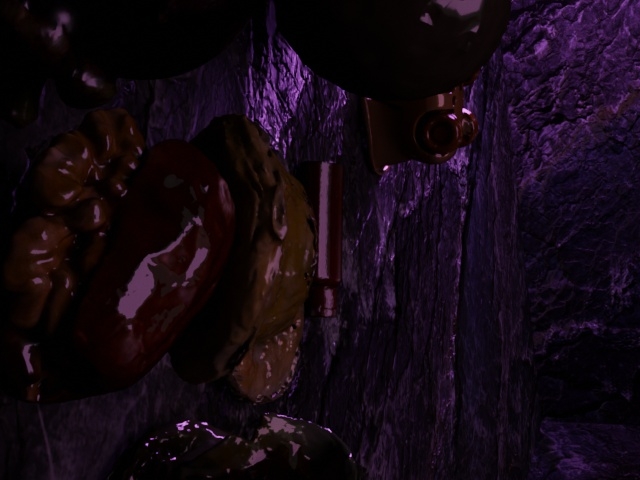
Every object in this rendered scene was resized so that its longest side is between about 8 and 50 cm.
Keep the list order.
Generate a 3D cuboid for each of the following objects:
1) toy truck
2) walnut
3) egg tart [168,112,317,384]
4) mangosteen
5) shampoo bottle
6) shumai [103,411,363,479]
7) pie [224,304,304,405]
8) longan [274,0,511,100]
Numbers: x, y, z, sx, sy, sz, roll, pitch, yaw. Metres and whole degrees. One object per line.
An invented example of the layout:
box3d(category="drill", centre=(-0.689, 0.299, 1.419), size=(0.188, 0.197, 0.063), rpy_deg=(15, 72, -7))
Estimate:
box3d(category="toy truck", centre=(0.205, -0.274, 2.071), size=(0.204, 0.211, 0.288), rpy_deg=(-29, 119, -68))
box3d(category="walnut", centre=(-0.210, 0.019, 0.978), size=(0.244, 0.221, 0.269), rpy_deg=(82, 21, -55))
box3d(category="egg tart", centre=(-0.095, 0.010, 1.199), size=(0.132, 0.341, 0.341), rpy_deg=(9, 77, -23))
box3d(category="mangosteen", centre=(-0.202, -0.277, 0.962), size=(0.313, 0.297, 0.297), rpy_deg=(-48, 134, -43))
box3d(category="shampoo bottle", centre=(0.000, 0.000, 1.738), size=(0.102, 0.064, 0.260), rpy_deg=(12, 78, -62))
box3d(category="shumai", centre=(-0.089, 0.366, 1.191), size=(0.292, 0.288, 0.330), rpy_deg=(25, 64, -67))
box3d(category="pie", centre=(-0.089, 0.110, 1.520), size=(0.274, 0.055, 0.274), rpy_deg=(-2, 90, -68))
box3d(category="longan", centre=(0.117, -0.410, 1.629), size=(0.391, 0.391, 0.391), rpy_deg=(-1, 90, -68))
